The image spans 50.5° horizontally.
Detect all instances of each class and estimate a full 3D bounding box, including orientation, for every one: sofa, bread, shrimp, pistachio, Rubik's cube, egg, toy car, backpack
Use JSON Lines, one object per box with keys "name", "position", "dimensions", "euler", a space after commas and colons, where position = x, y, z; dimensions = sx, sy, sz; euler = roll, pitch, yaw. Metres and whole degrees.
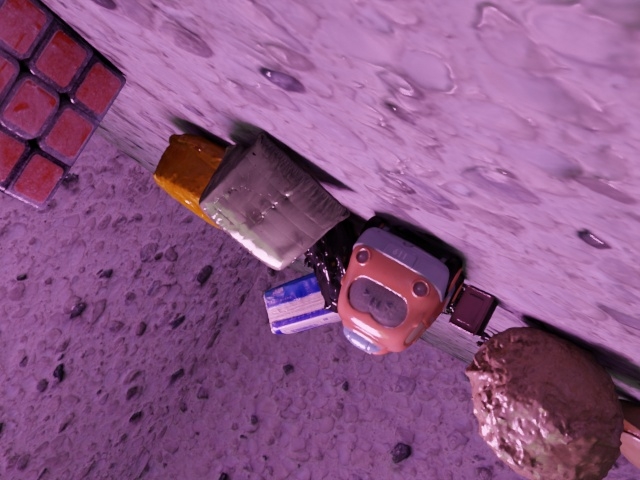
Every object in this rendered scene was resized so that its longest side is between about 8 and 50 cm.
{"name": "sofa", "position": [-0.080, -0.091, 1.186], "dimensions": [0.210, 0.176, 0.225], "euler": [42, -161, -13]}
{"name": "bread", "position": [-0.224, -0.121, 1.413], "dimensions": [0.268, 0.146, 0.268], "euler": [31, 170, 6]}
{"name": "shrimp", "position": [0.464, 0.263, 1.665], "dimensions": [0.174, 0.076, 0.082], "euler": [27, -146, -3]}
{"name": "pistachio", "position": [0.688, 0.417, 1.448], "dimensions": [0.135, 0.136, 0.226], "euler": [34, -179, -30]}
{"name": "Rubik's cube", "position": [-0.594, -0.279, 1.186], "dimensions": [0.301, 0.304, 0.305], "euler": [28, 172, 27]}
{"name": "egg", "position": [0.415, 0.309, 1.262], "dimensions": [0.310, 0.279, 0.279], "euler": [44, 178, 20]}
{"name": "toy car", "position": [0.126, 0.102, 1.200], "dimensions": [0.180, 0.213, 0.270], "euler": [29, 173, 18]}
{"name": "backpack", "position": [0.031, 0.040, 1.364], "dimensions": [0.258, 0.133, 0.206], "euler": [74, 179, -63]}

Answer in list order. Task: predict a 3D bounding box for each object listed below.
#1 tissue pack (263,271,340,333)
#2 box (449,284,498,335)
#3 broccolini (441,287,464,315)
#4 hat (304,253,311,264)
{"name": "tissue pack", "position": [0.017, 0.135, 1.673], "dimensions": [0.209, 0.269, 0.137], "euler": [12, -119, -73]}
{"name": "box", "position": [0.296, 0.139, 1.302], "dimensions": [0.060, 0.085, 0.063], "euler": [26, 178, 31]}
{"name": "broccolini", "position": [0.228, 0.099, 1.500], "dimensions": [0.073, 0.079, 0.392], "euler": [21, -177, -10]}
{"name": "hat", "position": [0.000, 0.000, 1.711], "dimensions": [0.146, 0.067, 0.146], "euler": [56, -160, -32]}
